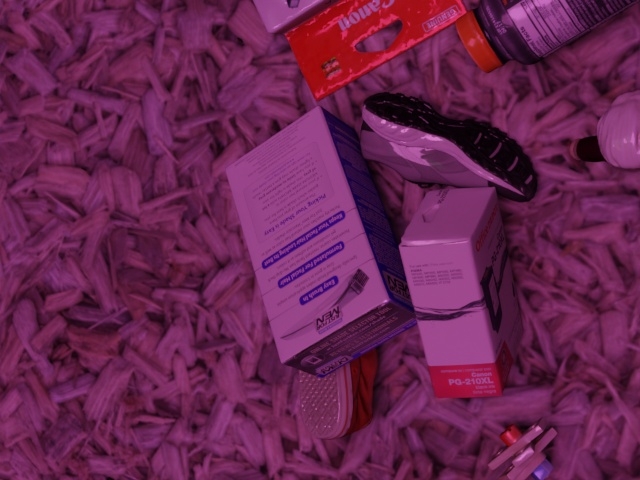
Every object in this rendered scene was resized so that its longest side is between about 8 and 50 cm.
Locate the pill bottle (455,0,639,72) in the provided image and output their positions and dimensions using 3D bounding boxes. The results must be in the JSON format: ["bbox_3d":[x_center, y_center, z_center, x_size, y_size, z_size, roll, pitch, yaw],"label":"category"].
[{"bbox_3d":[0.303,-0.321,1.576,0.245,0.130,0.130,-29,84,22],"label":"pill bottle"}]

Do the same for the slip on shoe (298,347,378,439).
[{"bbox_3d":[0.031,0.128,1.760,0.123,0.101,0.331,-8,79,43],"label":"slip on shoe"}]

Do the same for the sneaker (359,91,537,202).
[{"bbox_3d":[0.179,-0.117,1.680,0.271,0.100,0.108,25,129,15],"label":"sneaker"}]

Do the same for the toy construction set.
[{"bbox_3d":[0.318,0.419,1.639,0.328,0.151,0.215,58,137,15],"label":"toy construction set"}]

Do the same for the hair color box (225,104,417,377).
[{"bbox_3d":[0.000,0.000,1.679,0.185,0.110,0.339,-32,56,22],"label":"hair color box"}]

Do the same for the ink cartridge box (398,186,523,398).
[{"bbox_3d":[0.195,0.067,1.602,0.100,0.172,0.237,-5,115,22],"label":"ink cartridge box"}]

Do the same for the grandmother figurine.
[{"bbox_3d":[0.405,-0.128,1.439,0.208,0.342,0.104,-29,84,23],"label":"grandmother figurine"}]

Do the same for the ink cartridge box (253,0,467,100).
[{"bbox_3d":[0.041,-0.369,1.718,0.275,0.060,0.239,-27,84,22],"label":"ink cartridge box"}]
